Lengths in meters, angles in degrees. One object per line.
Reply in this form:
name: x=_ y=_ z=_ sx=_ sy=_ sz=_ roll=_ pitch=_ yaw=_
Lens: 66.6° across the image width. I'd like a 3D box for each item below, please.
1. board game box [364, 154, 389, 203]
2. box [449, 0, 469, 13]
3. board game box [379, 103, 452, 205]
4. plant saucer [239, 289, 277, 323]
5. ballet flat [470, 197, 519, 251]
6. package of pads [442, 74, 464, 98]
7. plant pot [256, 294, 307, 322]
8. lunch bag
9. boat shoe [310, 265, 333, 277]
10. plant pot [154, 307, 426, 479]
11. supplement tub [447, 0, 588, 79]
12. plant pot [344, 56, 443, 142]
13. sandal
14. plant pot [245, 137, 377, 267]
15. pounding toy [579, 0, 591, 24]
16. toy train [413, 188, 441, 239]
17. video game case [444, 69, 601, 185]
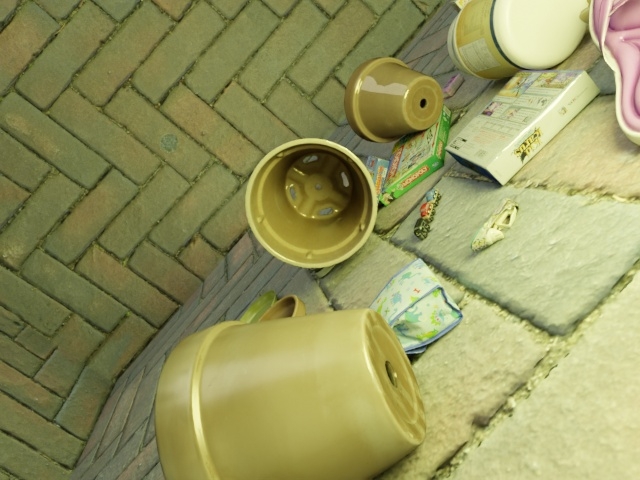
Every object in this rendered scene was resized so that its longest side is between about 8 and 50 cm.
board game box: x=0.140 y=-0.141 z=1.409 sx=0.136 sy=0.035 sz=0.201 roll=-116 pitch=39 yaw=-73
box: x=0.544 y=-0.761 z=1.618 sx=0.114 sy=0.203 sz=0.103 roll=-44 pitch=16 yaw=20
board game box: x=0.283 y=-0.258 z=1.444 sx=0.213 sy=0.046 sz=0.317 roll=-36 pitch=20 yaw=38
plant saucer: x=-0.213 y=0.267 z=1.585 sx=0.241 sy=0.037 sz=0.241 roll=-45 pitch=17 yaw=17
ballet flat: x=0.305 y=-0.024 z=0.842 sx=0.114 sy=0.041 sz=0.041 roll=-52 pitch=15 yaw=-5
package of pads: x=0.444 y=-0.519 z=1.647 sx=0.083 sy=0.032 sz=0.050 roll=-52 pitch=18 yaw=-9
plant pot: x=-0.095 y=0.253 z=1.151 sx=0.237 sy=0.110 sz=0.237 roll=-46 pitch=15 yaw=16
lunch bag: x=0.145 y=0.122 z=0.822 sx=0.151 sy=0.096 sz=0.129 roll=-36 pitch=16 yaw=7
boat shoe: x=0.003 y=-0.003 z=1.523 sx=0.109 sy=0.091 sz=0.305 roll=-42 pitch=17 yaw=24
plant pot: x=-0.018 y=0.232 z=0.696 sx=0.280 sy=0.323 sz=0.323 roll=-27 pitch=22 yaw=18
supplement tub: x=0.472 y=-0.528 z=1.218 sx=0.228 sy=0.228 sz=0.316 roll=-49 pitch=15 yaw=3
plant pot: x=0.237 y=-0.412 z=1.463 sx=0.263 sy=0.263 sz=0.229 roll=-51 pitch=34 yaw=-5
sandal: x=0.494 y=-0.328 z=0.738 sx=0.169 sy=0.102 sz=0.416 roll=-34 pitch=39 yaw=45
plant pot: x=-0.016 y=-0.127 z=1.368 sx=0.334 sy=0.334 sz=0.305 roll=-46 pitch=8 yaw=13
pounding toy: x=0.595 y=-0.467 z=0.867 sx=0.155 sy=0.154 sz=0.269 roll=-57 pitch=17 yaw=-27
toy train: x=0.242 y=-0.065 z=1.111 sx=0.027 sy=0.036 sz=0.158 roll=-31 pitch=23 yaw=49
video game case: x=0.409 y=-0.249 z=1.039 sx=0.244 sy=0.061 sz=0.269 roll=-47 pitch=16 yaw=12
